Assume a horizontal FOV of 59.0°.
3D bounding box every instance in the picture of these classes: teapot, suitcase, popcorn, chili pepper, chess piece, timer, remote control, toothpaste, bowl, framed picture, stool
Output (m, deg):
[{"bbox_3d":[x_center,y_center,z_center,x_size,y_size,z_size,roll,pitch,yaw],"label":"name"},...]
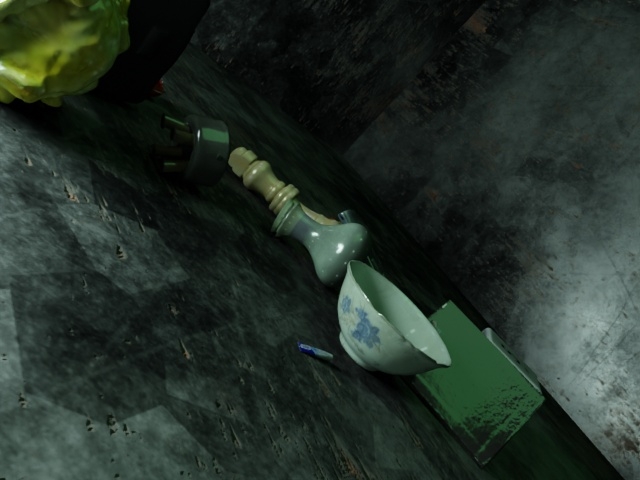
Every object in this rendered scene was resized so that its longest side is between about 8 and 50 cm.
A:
[{"bbox_3d":[0.000,0.000,1.469,0.251,0.183,0.183,32,13,3],"label":"teapot"},{"bbox_3d":[-0.446,-0.499,1.273,0.188,0.345,0.339,45,16,20],"label":"suitcase"},{"bbox_3d":[-0.493,-0.384,0.966,0.312,0.312,0.312,41,14,-12],"label":"popcorn"},{"bbox_3d":[-0.489,-0.438,1.564,0.071,0.073,0.123,3,3,14],"label":"chili pepper"},{"bbox_3d":[-0.105,-0.121,1.627,0.397,0.117,0.117,42,14,1],"label":"chess piece"},{"bbox_3d":[0.460,0.384,1.548,0.195,0.192,0.194,46,14,10],"label":"timer"},{"bbox_3d":[0.155,0.089,1.588,0.377,0.044,0.107,64,22,6],"label":"remote control"},{"bbox_3d":[-0.011,0.216,1.097,0.083,0.015,0.024,27,22,-34],"label":"toothpaste"},{"bbox_3d":[0.130,0.201,1.258,0.313,0.146,0.313,42,13,-12],"label":"bowl"},{"bbox_3d":[0.356,0.338,1.389,0.338,0.255,0.014,47,-28,16],"label":"framed picture"},{"bbox_3d":[-0.302,-0.201,1.286,0.139,0.228,0.153,7,77,-35],"label":"stool"}]

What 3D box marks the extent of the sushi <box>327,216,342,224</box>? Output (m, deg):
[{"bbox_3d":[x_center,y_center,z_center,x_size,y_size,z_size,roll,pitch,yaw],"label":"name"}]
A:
[{"bbox_3d":[0.060,-0.001,1.774,0.097,0.103,0.226,9,30,-19],"label":"sushi"}]
